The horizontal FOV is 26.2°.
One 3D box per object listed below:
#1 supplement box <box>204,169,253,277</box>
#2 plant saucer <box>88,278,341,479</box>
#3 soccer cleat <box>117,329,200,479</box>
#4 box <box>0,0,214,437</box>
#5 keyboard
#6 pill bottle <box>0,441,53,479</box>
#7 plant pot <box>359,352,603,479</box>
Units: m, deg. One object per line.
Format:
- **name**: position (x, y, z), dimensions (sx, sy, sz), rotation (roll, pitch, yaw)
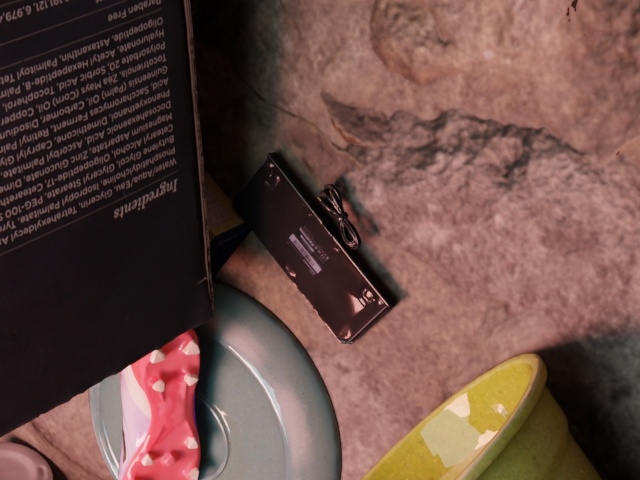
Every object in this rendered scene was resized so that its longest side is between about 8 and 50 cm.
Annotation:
- **supplement box**: position (-0.126, -0.011, 1.321), dimensions (0.083, 0.056, 0.083), rotation (49, 126, 11)
- **plant saucer**: position (-0.124, 0.192, 1.399), dimensions (0.317, 0.043, 0.318), rotation (12, 112, 31)
- **soccer cleat**: position (-0.165, 0.170, 1.356), dimensions (0.095, 0.083, 0.248), rotation (50, 139, 49)
- **box**: position (-0.366, -0.153, 1.210), dimensions (0.480, 0.297, 0.472), rotation (22, 128, 37)
- **keyboard**: position (0.000, 0.000, 1.263), dimensions (0.180, 0.023, 0.108), rotation (51, 132, 8)
- **pill bottle**: position (-0.376, 0.335, 1.576), dimensions (0.108, 0.108, 0.193), rotation (32, 121, 22)
- **plant pot**: position (0.160, 0.278, 1.121), dimensions (0.254, 0.276, 0.276), rotation (47, 126, -2)
